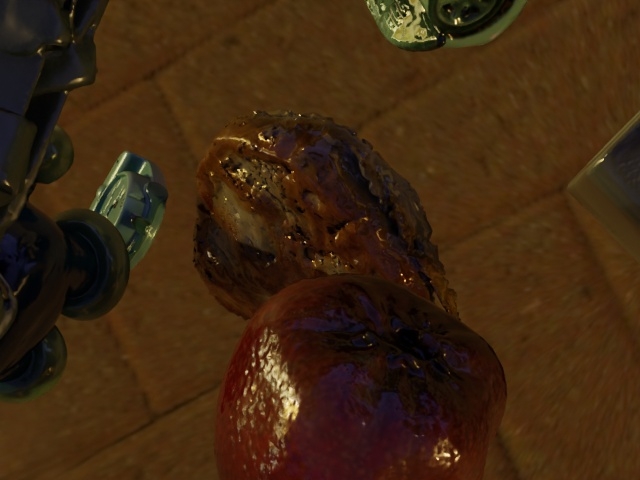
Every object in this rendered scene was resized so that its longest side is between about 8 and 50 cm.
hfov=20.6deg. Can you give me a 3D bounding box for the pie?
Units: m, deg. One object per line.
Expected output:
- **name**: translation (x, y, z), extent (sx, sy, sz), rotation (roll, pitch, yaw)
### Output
- **pie**: translation (-0.001, 0.001, 1.555), extent (0.308, 0.308, 0.085), rotation (44, 58, 8)

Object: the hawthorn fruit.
- **hawthorn fruit**: translation (0.014, 0.115, 1.023), extent (0.169, 0.169, 0.188), rotation (39, 130, 9)

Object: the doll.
- **doll**: translation (-0.280, -0.034, 1.120), extent (0.322, 0.186, 0.198), rotation (34, 96, 3)

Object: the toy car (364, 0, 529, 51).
- **toy car**: translation (0.137, -0.240, 1.042), extent (0.306, 0.125, 0.136), rotation (-56, 42, 34)

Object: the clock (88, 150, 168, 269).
- **clock**: translation (-0.178, -0.018, 1.611), extent (0.041, 0.135, 0.101), rotation (26, 102, -23)

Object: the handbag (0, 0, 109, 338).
- **handbag**: translation (-0.236, -0.063, 0.802), extent (0.260, 0.079, 0.247), rotation (14, 72, 18)

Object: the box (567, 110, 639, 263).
- **box**: translation (0.420, 0.007, 1.704), extent (0.177, 0.352, 0.344), rotation (-45, 86, 2)
